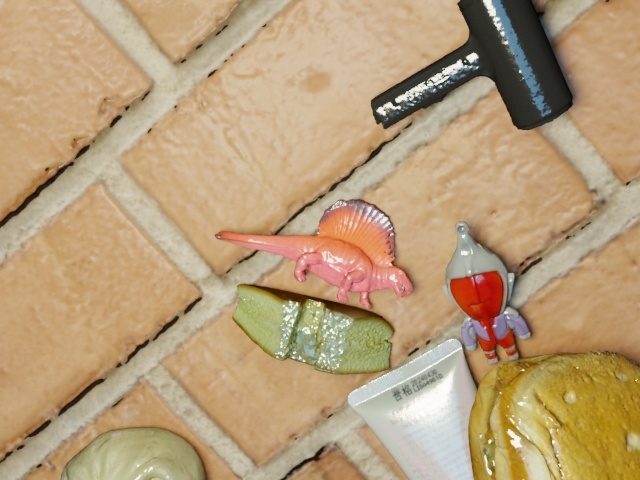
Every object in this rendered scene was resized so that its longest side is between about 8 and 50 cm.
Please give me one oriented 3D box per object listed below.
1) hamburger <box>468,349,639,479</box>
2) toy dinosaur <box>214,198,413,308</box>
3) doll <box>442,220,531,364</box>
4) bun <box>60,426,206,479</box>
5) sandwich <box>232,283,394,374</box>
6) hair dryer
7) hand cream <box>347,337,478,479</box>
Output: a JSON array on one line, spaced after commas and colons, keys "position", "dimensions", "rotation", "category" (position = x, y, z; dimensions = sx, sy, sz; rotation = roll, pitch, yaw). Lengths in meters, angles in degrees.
[{"position": [0.344, 0.303, 1.239], "dimensions": [0.284, 0.174, 0.304], "rotation": [-5, 85, -21], "category": "hamburger"}, {"position": [0.006, -0.005, 1.293], "dimensions": [0.286, 0.070, 0.139], "rotation": [25, 94, 1], "category": "toy dinosaur"}, {"position": [0.224, 0.074, 1.280], "dimensions": [0.102, 0.075, 0.227], "rotation": [-16, 112, 18], "category": "doll"}, {"position": [-0.279, 0.387, 1.359], "dimensions": [0.231, 0.133, 0.231], "rotation": [0, 91, 2], "category": "bun"}, {"position": [-0.011, 0.127, 1.306], "dimensions": [0.244, 0.088, 0.090], "rotation": [15, 101, 1], "category": "sandwich"}, {"position": [0.183, -0.216, 1.220], "dimensions": [0.251, 0.089, 0.197], "rotation": [-24, 103, 19], "category": "hair dryer"}, {"position": [0.204, 0.334, 1.341], "dimensions": [0.185, 0.118, 0.358], "rotation": [-30, 93, 12], "category": "hand cream"}]
